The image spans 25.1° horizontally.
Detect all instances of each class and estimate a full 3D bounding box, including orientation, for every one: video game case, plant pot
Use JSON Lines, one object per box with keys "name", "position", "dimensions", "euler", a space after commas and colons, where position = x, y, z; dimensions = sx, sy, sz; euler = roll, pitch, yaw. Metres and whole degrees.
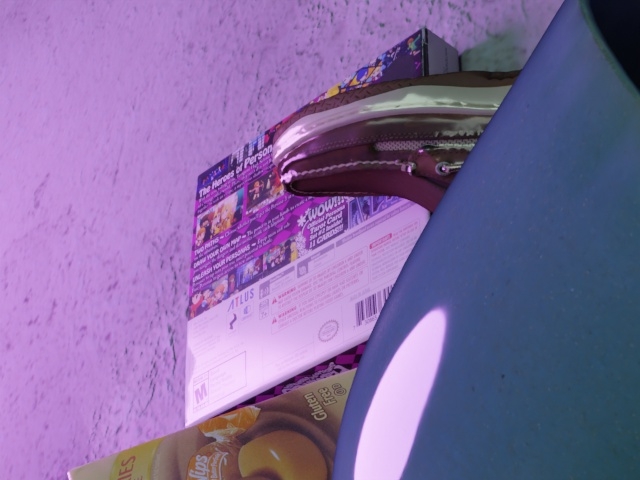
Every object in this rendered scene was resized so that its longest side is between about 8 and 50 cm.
{"name": "video game case", "position": [0.000, 0.000, 0.949], "dimensions": [0.232, 0.042, 0.210], "euler": [-30, 47, 37]}
{"name": "plant pot", "position": [0.140, 0.082, 0.529], "dimensions": [0.235, 0.293, 0.293], "euler": [-53, 37, 25]}

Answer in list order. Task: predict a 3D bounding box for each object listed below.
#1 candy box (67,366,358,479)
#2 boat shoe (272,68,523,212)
{"name": "candy box", "position": [0.009, 0.205, 0.690], "dimensions": [0.183, 0.087, 0.316], "euler": [-19, 37, -14]}
{"name": "boat shoe", "position": [0.086, -0.040, 0.793], "dimensions": [0.257, 0.095, 0.095], "euler": [-9, 76, 31]}
